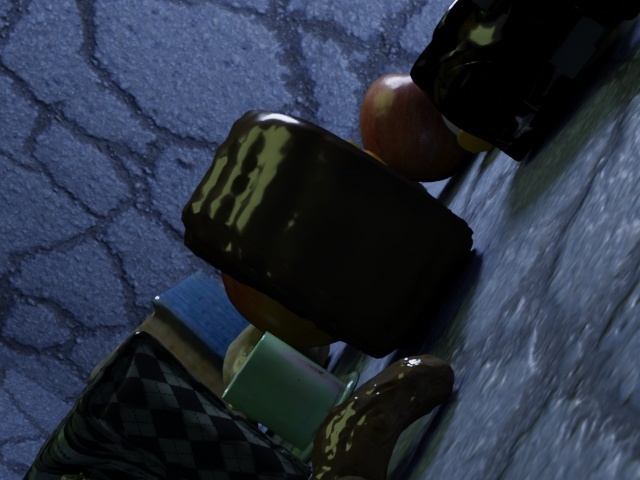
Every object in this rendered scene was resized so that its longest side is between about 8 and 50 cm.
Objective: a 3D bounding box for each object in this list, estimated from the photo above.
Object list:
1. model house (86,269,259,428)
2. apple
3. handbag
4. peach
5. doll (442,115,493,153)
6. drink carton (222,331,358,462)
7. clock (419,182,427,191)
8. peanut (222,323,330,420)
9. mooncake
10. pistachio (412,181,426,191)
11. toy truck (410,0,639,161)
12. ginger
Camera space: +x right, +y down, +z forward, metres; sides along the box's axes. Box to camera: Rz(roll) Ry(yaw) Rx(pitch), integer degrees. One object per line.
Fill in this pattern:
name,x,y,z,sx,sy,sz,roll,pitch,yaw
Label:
model house,-0.221,0.293,2.268,0.342,0.334,0.382,-47,-6,-23
apple,0.156,-0.183,1.889,0.188,0.188,0.174,-75,-13,-82
handbag,-0.210,0.321,1.573,0.180,0.316,0.416,-58,7,-35
peach,-0.016,0.010,1.799,0.332,0.308,0.308,-62,0,36
doll,0.255,-0.270,1.771,0.177,0.141,0.314,80,-160,-48
drink carton,-0.047,0.206,1.600,0.146,0.142,0.144,-56,3,-17
clock,0.104,0.000,2.183,0.280,0.055,0.280,-57,2,3
peanut,-0.065,0.198,1.965,0.340,0.158,0.174,-53,-32,-64
mooncake,-0.001,-0.002,1.356,0.187,0.324,0.324,-59,3,-6
pistachio,0.094,-0.076,1.995,0.129,0.206,0.131,-37,-42,-14
toy truck,0.263,-0.276,1.298,0.254,0.180,0.405,-50,-5,-32
ginger,0.020,0.205,0.981,0.290,0.084,0.122,-58,-4,-30
